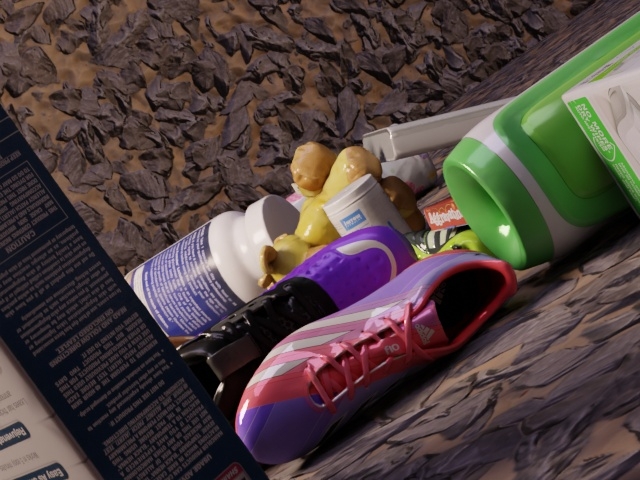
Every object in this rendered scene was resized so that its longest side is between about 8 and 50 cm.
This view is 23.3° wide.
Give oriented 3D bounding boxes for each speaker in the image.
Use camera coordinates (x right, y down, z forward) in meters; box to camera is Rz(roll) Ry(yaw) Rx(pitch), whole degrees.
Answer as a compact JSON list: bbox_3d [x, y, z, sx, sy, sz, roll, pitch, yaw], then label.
[{"bbox_3d":[0.248,-0.102,1.251,0.296,0.131,0.131,-35,5,-11],"label":"speaker"}]

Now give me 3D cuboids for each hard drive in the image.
[{"bbox_3d":[0.215,-0.147,1.849,0.308,0.040,0.203,-14,3,-7],"label":"hard drive"}]

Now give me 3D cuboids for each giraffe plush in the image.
[{"bbox_3d":[0.000,0.000,1.858,0.210,0.181,0.170,-9,45,53],"label":"giraffe plush"}]

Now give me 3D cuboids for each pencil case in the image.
[{"bbox_3d":[0.041,-0.057,2.276,0.273,0.113,0.124,-36,-14,-14],"label":"pencil case"}]

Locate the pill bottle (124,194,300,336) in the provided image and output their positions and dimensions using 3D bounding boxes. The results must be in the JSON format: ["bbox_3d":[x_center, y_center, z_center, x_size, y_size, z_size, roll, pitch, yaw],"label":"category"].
[{"bbox_3d":[-0.138,0.052,2.146,0.265,0.153,0.153,-32,6,27],"label":"pill bottle"}]

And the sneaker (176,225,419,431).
[{"bbox_3d":[-0.043,0.095,1.241,0.293,0.102,0.146,-41,-17,4],"label":"sneaker"}]

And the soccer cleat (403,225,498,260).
[{"bbox_3d":[0.126,0.012,1.452,0.072,0.060,0.179,-26,8,-23],"label":"soccer cleat"}]

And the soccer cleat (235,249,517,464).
[{"bbox_3d":[0.042,0.083,1.174,0.248,0.083,0.095,-33,9,-24],"label":"soccer cleat"}]

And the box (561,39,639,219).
[{"bbox_3d":[0.337,-0.139,1.090,0.262,0.126,0.231,-35,6,-12],"label":"box"}]

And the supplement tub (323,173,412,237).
[{"bbox_3d":[0.060,-0.013,1.751,0.071,0.107,0.071,-36,8,6],"label":"supplement tub"}]

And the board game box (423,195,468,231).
[{"bbox_3d":[0.241,-0.079,1.400,0.281,0.027,0.145,-24,2,-18],"label":"board game box"}]

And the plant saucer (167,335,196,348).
[{"bbox_3d":[-0.236,0.155,1.723,0.311,0.050,0.310,-10,6,1],"label":"plant saucer"}]

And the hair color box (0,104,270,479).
[{"bbox_3d":[-0.191,0.087,1.051,0.105,0.347,0.174,-38,7,-36],"label":"hair color box"}]
